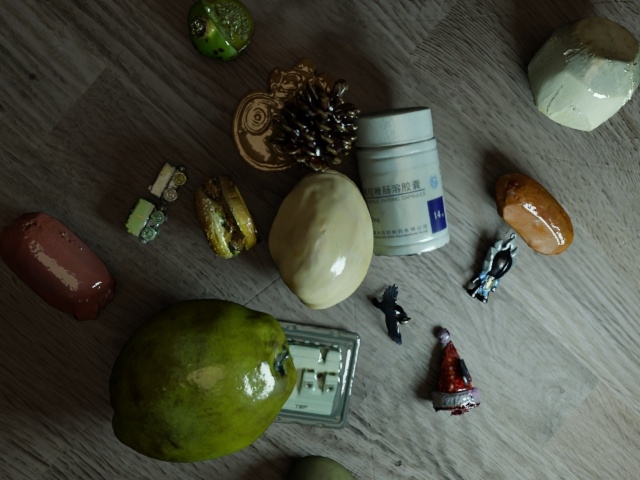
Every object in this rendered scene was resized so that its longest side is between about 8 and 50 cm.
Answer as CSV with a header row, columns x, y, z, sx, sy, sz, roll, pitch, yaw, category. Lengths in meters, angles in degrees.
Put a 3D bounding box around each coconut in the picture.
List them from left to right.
x,y,z,sx,sy,sz,roll,pitch,yaw,category
0.622,-0.387,1.581,0.245,0.247,0.245,7,56,-10,coconut

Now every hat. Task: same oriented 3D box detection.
x,y,z,sx,sy,sz,roll,pitch,yaw,category
0.343,0.339,1.700,0.140,0.129,0.227,1,78,-51,hat

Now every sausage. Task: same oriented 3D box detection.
x,y,z,sx,sy,sz,roll,pitch,yaw,category
-0.575,0.059,1.451,0.152,0.152,0.280,-43,102,-3,sausage
0.538,-0.069,1.661,0.258,0.133,0.133,42,88,-15,sausage

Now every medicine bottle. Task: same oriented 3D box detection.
x,y,z,sx,sy,sz,roll,pitch,yaw,category
0.188,-0.143,1.550,0.190,0.190,0.332,-12,100,-9,medicine bottle

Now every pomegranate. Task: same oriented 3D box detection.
x,y,z,sx,sy,sz,roll,pitch,yaw,category
-0.235,-0.460,1.457,0.143,0.122,0.169,55,46,-8,pomegranate

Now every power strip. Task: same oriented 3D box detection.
x,y,z,sx,sy,sz,roll,pitch,yaw,category
-0.039,0.338,1.621,0.257,0.092,0.251,9,99,-8,power strip

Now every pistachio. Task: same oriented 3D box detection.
x,y,z,sx,sy,sz,roll,pitch,yaw,category
0.000,0.000,1.509,0.238,0.229,0.321,3,100,-5,pistachio

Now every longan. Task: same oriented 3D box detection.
x,y,z,sx,sy,sz,roll,pitch,yaw,category
0.006,0.637,1.619,0.196,0.196,0.220,-35,99,-5,longan

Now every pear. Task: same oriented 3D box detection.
x,y,z,sx,sy,sz,roll,pitch,yaw,category
-0.262,0.300,1.452,0.413,0.352,0.352,-19,101,-1,pear

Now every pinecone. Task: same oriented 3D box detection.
x,y,z,sx,sy,sz,roll,pitch,yaw,category
-0.006,-0.259,1.466,0.185,0.168,0.212,30,84,15,pinecone

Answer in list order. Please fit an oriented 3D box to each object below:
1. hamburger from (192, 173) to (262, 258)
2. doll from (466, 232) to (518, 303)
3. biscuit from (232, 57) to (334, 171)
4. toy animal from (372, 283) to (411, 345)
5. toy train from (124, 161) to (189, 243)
x,y,z,sx,sy,sz,roll,pitch,yaw,category
-0.220,-0.059,1.487,0.118,0.182,0.191,-23,118,-12,hamburger
0.449,0.067,1.691,0.096,0.070,0.195,25,100,-25,doll
-0.083,-0.295,1.556,0.202,0.044,0.289,43,90,-13,biscuit
0.177,0.174,1.636,0.062,0.108,0.220,-20,135,-11,toy animal
-0.376,-0.091,1.516,0.081,0.060,0.202,29,90,-7,toy train
